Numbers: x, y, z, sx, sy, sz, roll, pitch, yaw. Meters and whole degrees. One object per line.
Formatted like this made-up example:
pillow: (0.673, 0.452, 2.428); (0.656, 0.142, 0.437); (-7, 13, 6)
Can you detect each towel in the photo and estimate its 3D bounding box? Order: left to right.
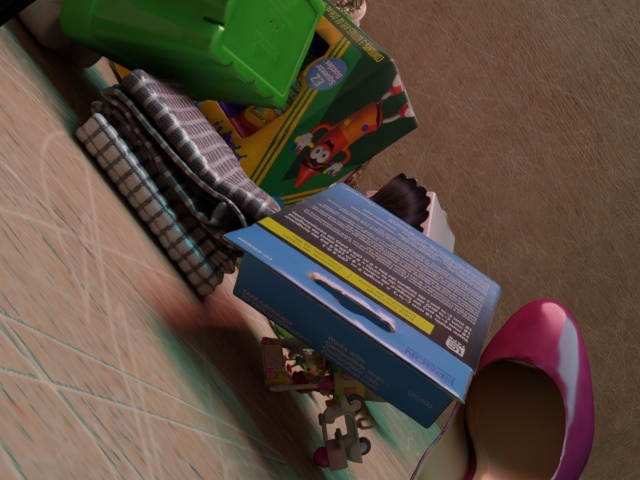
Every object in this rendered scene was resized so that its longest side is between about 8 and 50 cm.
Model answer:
towel: (-0.152, -0.081, 0.829); (0.235, 0.121, 0.283); (53, 2, -7)

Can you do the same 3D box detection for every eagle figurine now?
eagle figurine: (0.018, -0.046, 1.227); (0.225, 0.298, 0.226); (148, -73, -69)

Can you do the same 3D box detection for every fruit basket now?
fruit basket: (-0.207, -0.356, 0.904); (0.392, 0.282, 0.392); (23, 4, -2)

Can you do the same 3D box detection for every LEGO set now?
LEGO set: (-0.019, 0.154, 0.818); (0.287, 0.107, 0.132); (-142, -130, -79)

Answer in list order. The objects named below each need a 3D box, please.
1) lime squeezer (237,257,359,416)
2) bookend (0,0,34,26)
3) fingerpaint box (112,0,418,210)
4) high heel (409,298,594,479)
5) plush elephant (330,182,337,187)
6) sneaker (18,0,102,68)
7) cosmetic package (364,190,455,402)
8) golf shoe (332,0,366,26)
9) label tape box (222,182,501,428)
lime squeezer: (-0.028, 0.154, 1.040); (0.310, 0.059, 0.110); (53, -29, -3)
bookend: (-0.310, -0.246, 0.554); (0.157, 0.072, 0.156); (53, 2, -24)
fingerpaint box: (-0.116, -0.260, 1.185); (0.444, 0.371, 0.163); (56, 0, 40)
high heel: (0.145, 0.170, 0.572); (0.127, 0.377, 0.181); (4, -38, 30)
plush elephant: (0.000, 0.000, 1.532); (0.271, 0.330, 0.255); (61, 20, -1)
sneaker: (-0.334, -0.289, 0.893); (0.094, 0.080, 0.212); (42, 3, -1)
cosmetic package: (0.157, 0.113, 1.379); (0.217, 0.156, 0.384); (53, 43, -55)
golf shoe: (0.054, -0.392, 1.251); (0.086, 0.069, 0.176); (63, -2, -19)
label tape box: (0.045, 0.065, 0.711); (0.241, 0.106, 0.334); (34, 21, 10)
